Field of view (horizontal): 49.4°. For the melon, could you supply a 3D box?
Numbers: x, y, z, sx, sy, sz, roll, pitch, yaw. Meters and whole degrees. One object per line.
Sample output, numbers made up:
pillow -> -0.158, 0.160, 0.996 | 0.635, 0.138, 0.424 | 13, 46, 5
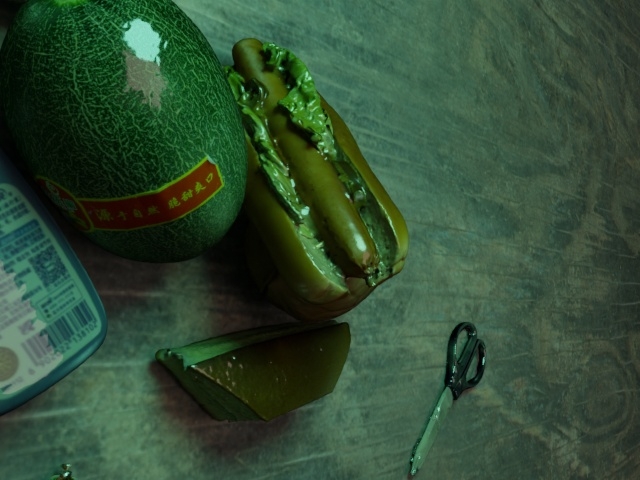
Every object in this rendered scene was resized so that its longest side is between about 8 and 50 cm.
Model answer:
melon -> -0.157, -0.096, 0.572 | 0.288, 0.182, 0.182 | 74, 35, -48

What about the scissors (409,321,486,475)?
scissors -> 0.205, 0.258, 1.130 | 0.300, 0.022, 0.109 | -52, 121, -38

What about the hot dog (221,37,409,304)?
hot dog -> -0.032, -0.090, 0.697 | 0.100, 0.135, 0.337 | 81, -17, -58

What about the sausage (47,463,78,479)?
sausage -> -0.242, 0.321, 0.566 | 0.032, 0.032, 0.269 | 29, 64, -45

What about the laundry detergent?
laundry detergent -> -0.280, -0.016, 0.517 | 0.143, 0.094, 0.290 | -35, 110, -39

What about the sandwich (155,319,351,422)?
sandwich -> -0.058, 0.142, 0.762 | 0.258, 0.094, 0.096 | -7, 87, -49

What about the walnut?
walnut -> 0.000, 0.000, 0.796 | 0.207, 0.167, 0.168 | -42, 118, -48

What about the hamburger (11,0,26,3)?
hamburger -> -0.228, -0.296, 0.582 | 0.173, 0.116, 0.211 | 31, 63, -42
